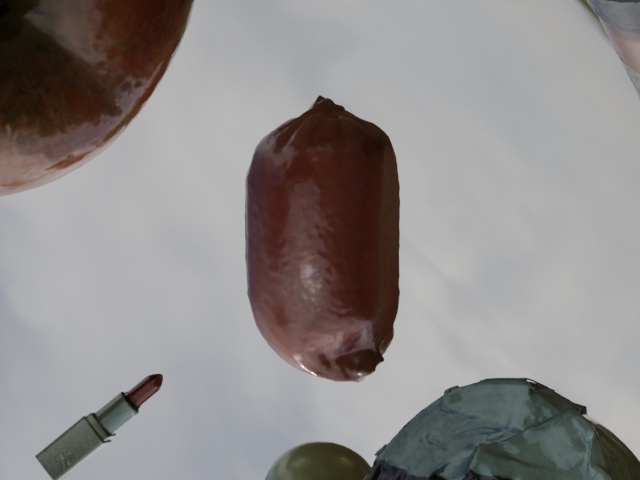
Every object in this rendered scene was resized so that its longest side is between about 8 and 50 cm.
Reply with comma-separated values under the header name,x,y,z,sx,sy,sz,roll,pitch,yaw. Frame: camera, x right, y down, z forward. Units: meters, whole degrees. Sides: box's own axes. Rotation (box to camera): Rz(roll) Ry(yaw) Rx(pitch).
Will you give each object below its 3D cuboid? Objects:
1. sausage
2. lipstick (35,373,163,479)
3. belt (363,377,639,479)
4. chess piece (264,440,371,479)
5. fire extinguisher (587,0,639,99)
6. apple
name,x,y,z,sx,sy,sz,roll,pitch,yaw
sausage,0.000,0.000,1.742,0.148,0.254,0.148,5,-169,-1
lipstick,-0.184,0.156,1.679,0.030,0.129,0.030,52,-175,8
belt,0.081,0.159,0.869,0.151,0.198,0.078,-1,157,36
chess piece,0.014,0.360,2.008,0.182,0.182,0.330,35,-143,-41
fire extinguisher,0.317,-0.204,1.792,0.376,0.113,0.200,46,-160,-58
apple,-0.270,-0.201,1.420,0.338,0.338,0.305,39,177,-28
